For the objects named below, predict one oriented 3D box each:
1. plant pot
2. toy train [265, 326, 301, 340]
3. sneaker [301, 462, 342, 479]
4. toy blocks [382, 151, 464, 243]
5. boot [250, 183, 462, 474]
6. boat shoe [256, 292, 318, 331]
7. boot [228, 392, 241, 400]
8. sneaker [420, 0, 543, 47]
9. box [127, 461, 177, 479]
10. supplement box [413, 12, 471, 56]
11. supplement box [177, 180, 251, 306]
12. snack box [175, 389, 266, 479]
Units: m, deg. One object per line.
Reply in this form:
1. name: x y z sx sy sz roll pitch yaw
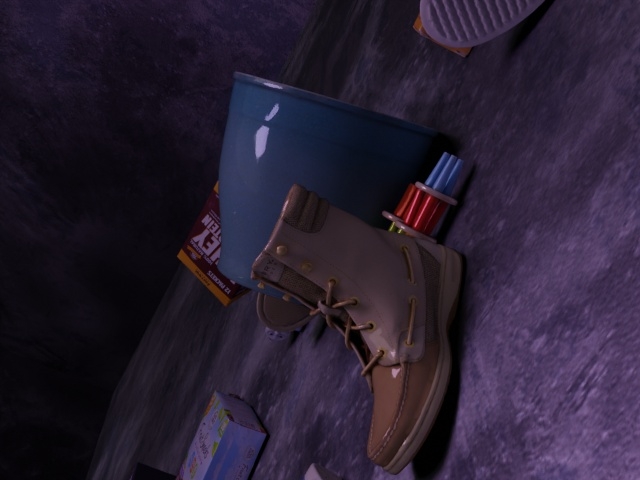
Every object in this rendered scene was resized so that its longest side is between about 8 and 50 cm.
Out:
1. plant pot: -0.013 -0.057 1.234 0.271 0.271 0.255 -132 56 -76
2. toy train: -0.057 0.086 1.532 0.184 0.080 0.105 -90 19 -59
3. sneaker: -0.008 0.288 0.972 0.085 0.058 0.152 -60 8 -1
4. toy blocks: 0.112 -0.034 1.101 0.148 0.054 0.123 -63 11 6
5. boot: 0.024 0.074 0.906 0.095 0.203 0.262 -52 17 49
6. boat shoe: 0.000 0.000 1.402 0.302 0.113 0.103 -60 6 -10
7. boot: -0.174 0.326 1.655 0.106 0.037 0.114 -55 11 53
8. sneaker: 0.244 -0.381 1.076 0.366 0.135 0.150 -51 10 22
9. box: -0.370 0.587 1.826 0.261 0.103 0.184 -60 16 23
10. supplement box: 0.210 -0.366 1.261 0.233 0.078 0.080 -62 13 14
11. supplement box: -0.110 -0.024 1.643 0.191 0.129 0.194 -32 -18 -48
12. snack box: -0.159 0.341 1.478 0.175 0.070 0.207 -66 13 -1
